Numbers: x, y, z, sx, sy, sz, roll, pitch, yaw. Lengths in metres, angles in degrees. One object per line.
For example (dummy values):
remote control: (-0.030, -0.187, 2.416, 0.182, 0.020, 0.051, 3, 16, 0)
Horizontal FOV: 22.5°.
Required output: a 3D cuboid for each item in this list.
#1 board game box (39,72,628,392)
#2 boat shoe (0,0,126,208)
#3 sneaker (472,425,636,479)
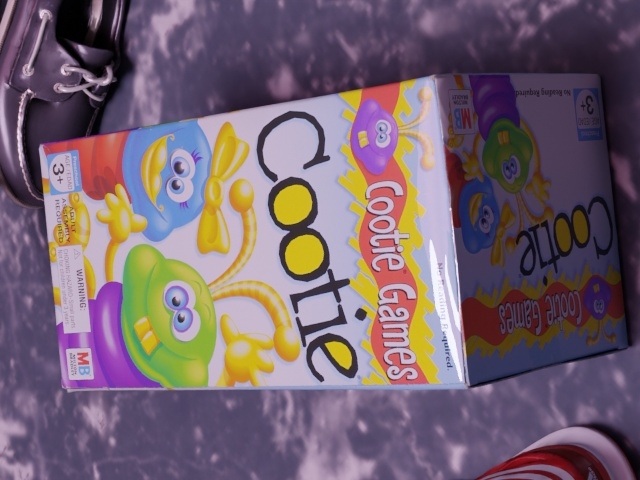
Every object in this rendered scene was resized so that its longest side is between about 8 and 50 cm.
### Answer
board game box: (0.000, 0.000, 0.842, 0.275, 0.144, 0.142, -5, 91, 41)
boat shoe: (-0.162, -0.117, 1.019, 0.065, 0.075, 0.206, 17, 101, 42)
sneaker: (0.048, 0.168, 0.827, 0.221, 0.128, 0.087, -46, 65, 35)
